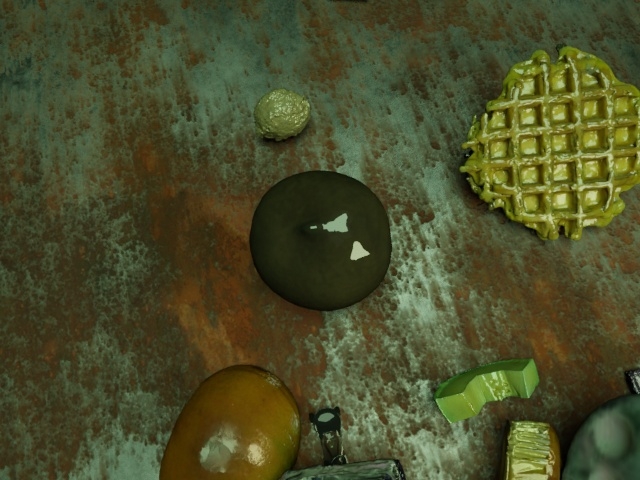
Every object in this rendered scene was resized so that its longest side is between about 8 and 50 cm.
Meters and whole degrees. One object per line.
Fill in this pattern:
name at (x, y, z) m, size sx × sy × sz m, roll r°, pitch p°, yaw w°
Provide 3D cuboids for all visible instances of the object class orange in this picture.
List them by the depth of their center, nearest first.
orange at (-0.179, 0.412, 1.022) m, size 0.274 × 0.274 × 0.310 m, roll 27°, pitch 46°, yaw 10°

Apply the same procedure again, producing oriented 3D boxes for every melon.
melon at (0.332, 0.293, 1.016) m, size 0.209 × 0.118 × 0.064 m, roll -20°, pitch 87°, yaw 10°

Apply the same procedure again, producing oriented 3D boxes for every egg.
egg at (-0.092, -0.297, 1.205) m, size 0.140 × 0.116 × 0.118 m, roll -12°, pitch 101°, yaw 4°

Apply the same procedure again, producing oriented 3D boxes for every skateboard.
skateboard at (0.025, 0.409, 1.015) m, size 0.067 × 0.080 × 0.151 m, roll -13°, pitch 76°, yaw -7°

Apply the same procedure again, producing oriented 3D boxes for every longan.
longan at (0.004, 0.000, 1.031) m, size 0.297 × 0.297 × 0.297 m, roll -1°, pitch 74°, yaw 3°

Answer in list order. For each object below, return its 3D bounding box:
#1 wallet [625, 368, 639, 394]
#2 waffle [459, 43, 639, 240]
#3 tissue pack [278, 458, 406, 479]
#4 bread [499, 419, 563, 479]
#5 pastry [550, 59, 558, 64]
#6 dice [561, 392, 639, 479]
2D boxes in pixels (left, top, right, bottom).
wallet at (0.718, 0.303, 1.033) m, size 0.165 × 0.030 × 0.111 m, roll -12°, pitch 75°, yaw 0°
waffle at (0.510, -0.196, 1.087) m, size 0.382 × 0.095 × 0.380 m, roll 35°, pitch 102°, yaw -1°
tissue pack at (0.065, 0.565, 0.904) m, size 0.245 × 0.123 × 0.332 m, roll -17°, pitch 87°, yaw 21°
bread at (0.392, 0.436, 0.955) m, size 0.114 × 0.132 × 0.191 m, roll 1°, pitch 75°, yaw 19°
pastry at (0.535, -0.322, 1.182) m, size 0.102 × 0.112 × 0.265 m, roll 14°, pitch 75°, yaw 15°
dice at (0.626, 0.444, 0.801) m, size 0.348 × 0.330 × 0.328 m, roll 21°, pitch 74°, yaw -11°
